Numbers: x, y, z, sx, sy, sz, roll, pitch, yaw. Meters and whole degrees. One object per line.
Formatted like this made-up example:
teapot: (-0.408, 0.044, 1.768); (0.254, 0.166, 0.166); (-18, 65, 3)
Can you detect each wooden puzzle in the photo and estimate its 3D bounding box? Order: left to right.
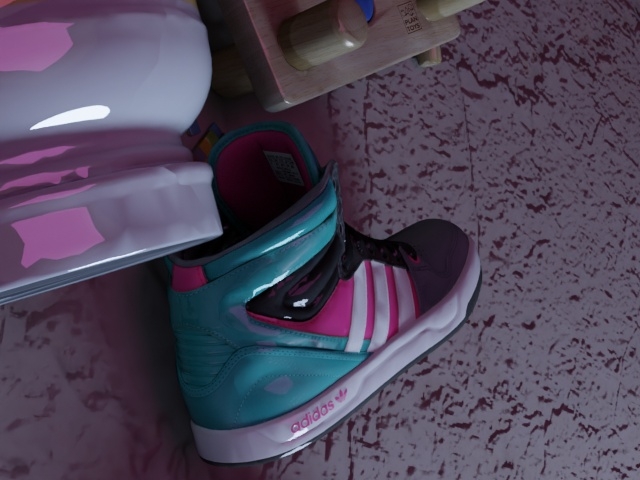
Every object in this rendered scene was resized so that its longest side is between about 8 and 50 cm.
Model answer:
wooden puzzle: (-0.068, -0.047, 0.822); (0.083, 0.006, 0.049); (53, 43, -24)

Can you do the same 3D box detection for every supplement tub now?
supplement tub: (-0.186, -0.132, 0.525); (0.241, 0.241, 0.331); (-17, 91, -51)

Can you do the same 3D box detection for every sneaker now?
sneaker: (0.000, 0.000, 0.798); (0.295, 0.124, 0.178); (-35, 116, -48)

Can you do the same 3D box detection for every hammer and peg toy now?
hammer and peg toy: (0.027, -0.251, 0.910); (0.361, 0.127, 0.265); (-29, 100, -51)
